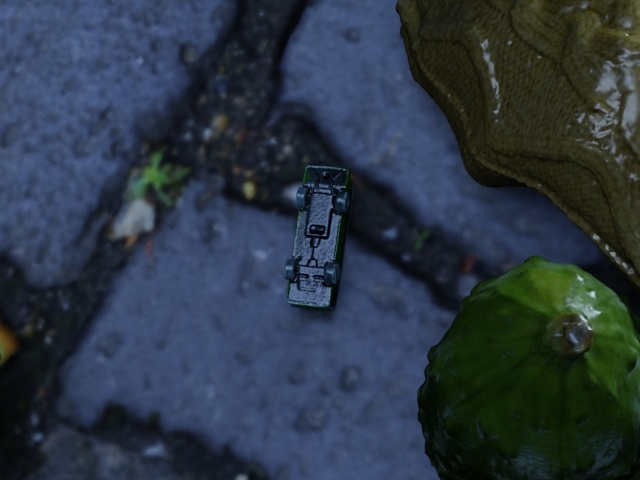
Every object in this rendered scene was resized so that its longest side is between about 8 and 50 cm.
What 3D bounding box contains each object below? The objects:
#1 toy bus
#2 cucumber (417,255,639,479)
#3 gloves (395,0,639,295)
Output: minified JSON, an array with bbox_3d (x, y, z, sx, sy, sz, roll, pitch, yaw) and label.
[{"bbox_3d":[0.000,0.000,1.081,0.031,0.037,0.083,6,76,11],"label":"toy bus"},{"bbox_3d":[0.113,0.070,0.937,0.134,0.244,0.134,-1,75,3],"label":"cucumber"},{"bbox_3d":[0.176,-0.085,1.009,0.203,0.155,0.356,-34,63,-20],"label":"gloves"}]
